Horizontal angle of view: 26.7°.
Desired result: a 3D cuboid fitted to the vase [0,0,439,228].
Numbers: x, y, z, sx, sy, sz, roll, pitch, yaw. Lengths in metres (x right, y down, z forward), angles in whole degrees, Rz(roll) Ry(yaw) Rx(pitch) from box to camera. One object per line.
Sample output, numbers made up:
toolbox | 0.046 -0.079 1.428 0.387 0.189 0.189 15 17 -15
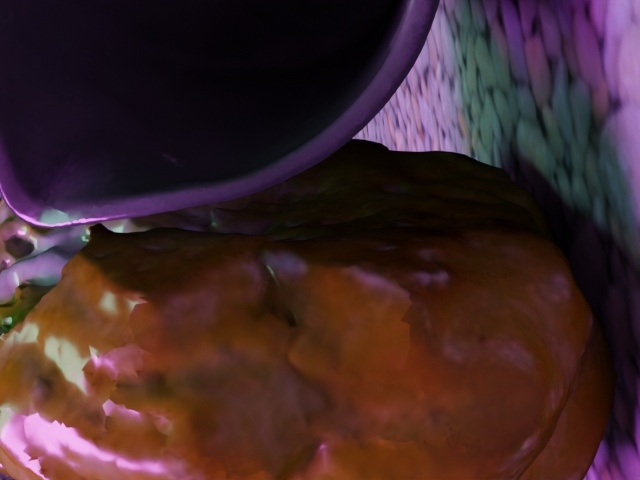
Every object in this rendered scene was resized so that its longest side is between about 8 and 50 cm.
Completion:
vase | -0.010 -0.138 0.560 0.251 0.156 0.301 -53 1 17

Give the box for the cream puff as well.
cream puff | -0.024 0.062 0.548 0.282 0.281 0.185 -113 22 -69
